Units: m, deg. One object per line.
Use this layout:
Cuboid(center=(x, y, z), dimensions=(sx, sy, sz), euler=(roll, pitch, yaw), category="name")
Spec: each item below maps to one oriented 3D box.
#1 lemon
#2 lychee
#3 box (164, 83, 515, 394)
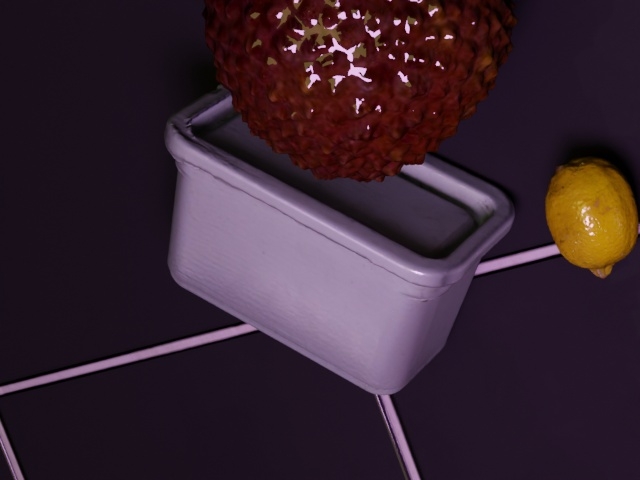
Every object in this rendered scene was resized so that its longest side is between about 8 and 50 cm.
Cuboid(center=(0.240, -0.021, 1.677), dimensions=(0.082, 0.082, 0.110), euler=(-10, 106, 32), category="lemon")
Cuboid(center=(0.032, -0.192, 1.627), dimensions=(0.276, 0.276, 0.304), euler=(29, 131, 18), category="lychee")
Cuboid(center=(0.000, 0.000, 1.776), dimensions=(0.312, 0.175, 0.182), euler=(29, 127, 18), category="box")
